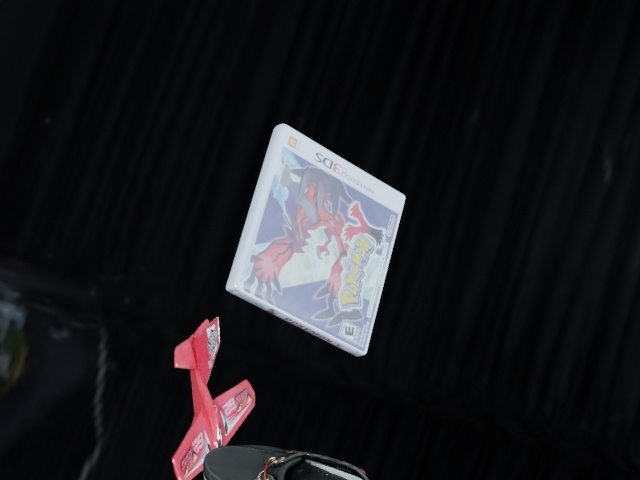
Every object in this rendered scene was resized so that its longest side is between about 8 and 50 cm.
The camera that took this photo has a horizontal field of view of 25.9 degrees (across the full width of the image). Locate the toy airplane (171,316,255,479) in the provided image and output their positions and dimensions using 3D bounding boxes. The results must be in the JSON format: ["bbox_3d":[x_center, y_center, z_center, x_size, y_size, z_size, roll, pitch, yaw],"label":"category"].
[{"bbox_3d":[-0.092,0.129,1.100,0.028,0.151,0.151,7,169,19],"label":"toy airplane"}]

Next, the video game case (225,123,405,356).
[{"bbox_3d":[0.000,0.000,1.515,0.183,0.201,0.023,29,154,-29],"label":"video game case"}]

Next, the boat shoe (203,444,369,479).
[{"bbox_3d":[-0.022,0.162,0.948,0.133,0.049,0.042,12,148,23],"label":"boat shoe"}]
